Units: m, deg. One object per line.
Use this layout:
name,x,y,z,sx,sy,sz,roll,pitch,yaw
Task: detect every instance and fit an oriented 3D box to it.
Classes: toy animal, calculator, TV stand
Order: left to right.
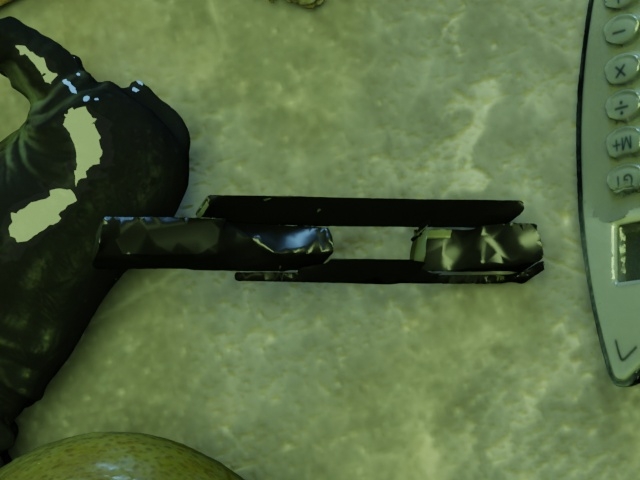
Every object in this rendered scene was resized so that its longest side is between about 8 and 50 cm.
toy animal,-0.200,0.049,1.003,0.168,0.106,0.343,23,93,1
TV stand,0.000,0.000,0.966,0.249,0.036,0.042,1,76,-15
calculator,0.211,-0.058,0.944,0.177,0.040,0.268,-9,79,46

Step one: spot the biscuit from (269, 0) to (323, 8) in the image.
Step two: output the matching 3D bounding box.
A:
biscuit,-0.059,-0.202,1.030,0.168,0.070,0.082,28,79,12

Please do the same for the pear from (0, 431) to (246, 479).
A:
pear,-0.088,0.216,0.917,0.211,0.188,0.228,10,102,-14

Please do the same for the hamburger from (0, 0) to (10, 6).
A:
hamburger,-0.255,-0.194,1.022,0.208,0.155,0.135,-29,76,11
